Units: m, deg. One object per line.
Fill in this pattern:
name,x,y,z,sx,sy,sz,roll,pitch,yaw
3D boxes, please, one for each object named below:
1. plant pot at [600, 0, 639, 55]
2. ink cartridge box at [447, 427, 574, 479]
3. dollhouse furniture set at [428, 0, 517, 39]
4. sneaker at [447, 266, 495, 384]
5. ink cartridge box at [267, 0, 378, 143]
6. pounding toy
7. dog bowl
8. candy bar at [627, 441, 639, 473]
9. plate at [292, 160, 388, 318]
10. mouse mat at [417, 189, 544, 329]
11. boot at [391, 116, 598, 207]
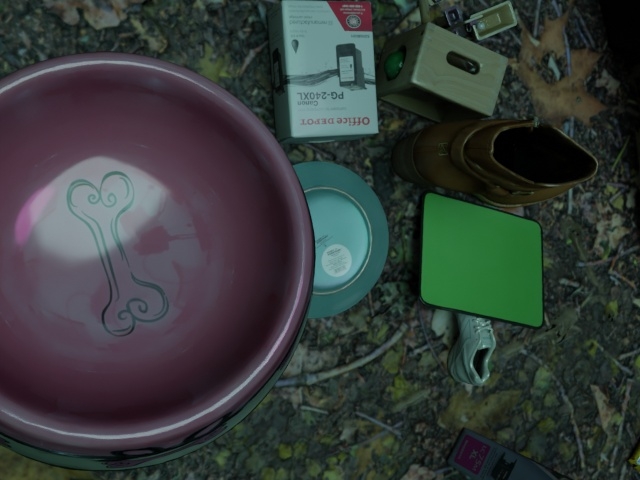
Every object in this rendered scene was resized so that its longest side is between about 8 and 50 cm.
plant pot,0.468,-0.336,0.943,0.187,0.167,0.188,-20,100,-19
ink cartridge box,0.305,0.316,0.838,0.185,0.311,0.065,31,83,-20
dollhouse furniture set,0.198,-0.285,0.888,0.114,0.081,0.091,-25,102,-18
sneaker,0.199,0.109,0.921,0.053,0.061,0.152,0,91,-19
ink cartridge box,0.003,-0.189,0.829,0.109,0.063,0.151,-6,95,-20
pounding toy,0.130,-0.208,0.840,0.141,0.130,0.100,18,86,-20
dog bowl,-0.186,0.011,0.675,0.407,0.150,0.408,3,80,-14
candy bar,0.498,0.265,1.065,0.040,0.018,0.162,35,81,-15
plate,0.000,0.000,0.860,0.188,0.024,0.188,-1,92,-21
mouse mat,0.206,0.025,0.922,0.189,0.007,0.153,13,68,-20
boot,0.246,-0.096,0.842,0.283,0.220,0.109,7,90,-21
